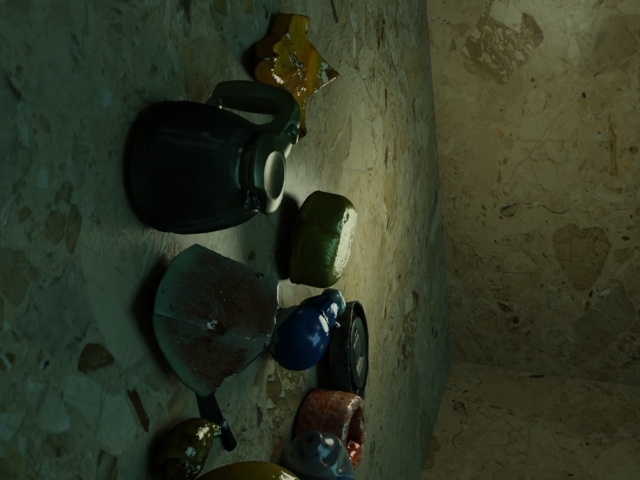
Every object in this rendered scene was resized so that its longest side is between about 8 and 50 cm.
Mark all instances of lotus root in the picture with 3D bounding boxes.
[{"bbox_3d":[-0.256,0.401,1.454,0.191,0.094,0.108,-48,161,-70],"label":"lotus root"}]

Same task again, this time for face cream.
[{"bbox_3d":[0.009,0.675,2.015,0.137,0.234,0.420,-58,145,-48],"label":"face cream"}]

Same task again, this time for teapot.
[{"bbox_3d":[-0.165,-0.141,1.349,0.321,0.239,0.240,-50,141,-58],"label":"teapot"}]

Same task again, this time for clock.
[{"bbox_3d":[0.095,0.351,2.320,0.325,0.067,0.325,-3,90,-75],"label":"clock"}]

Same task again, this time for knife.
[{"bbox_3d":[-0.231,0.386,1.606,0.060,0.028,0.230,-49,139,-38],"label":"knife"}]

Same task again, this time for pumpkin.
[{"bbox_3d":[-0.064,-0.409,1.752,0.258,0.095,0.290,-68,150,-28],"label":"pumpkin"}]

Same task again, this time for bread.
[{"bbox_3d":[0.000,0.000,1.941,0.270,0.148,0.270,14,90,-76],"label":"bread"}]

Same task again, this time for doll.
[{"bbox_3d":[-0.037,0.211,1.877,0.215,0.161,0.257,-55,176,30],"label":"doll"}]

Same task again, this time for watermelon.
[{"bbox_3d":[-0.193,0.143,1.398,0.262,0.201,0.213,66,26,-45],"label":"watermelon"}]

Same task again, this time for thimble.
[{"bbox_3d":[0.031,0.547,2.137,0.239,0.162,0.239,2,90,-69],"label":"thimble"}]

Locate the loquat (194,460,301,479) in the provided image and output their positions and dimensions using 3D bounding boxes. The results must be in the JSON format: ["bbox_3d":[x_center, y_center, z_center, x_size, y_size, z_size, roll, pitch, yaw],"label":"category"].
[{"bbox_3d":[-0.133,0.594,1.396,0.328,0.359,0.329,-8,105,-33],"label":"loquat"}]
